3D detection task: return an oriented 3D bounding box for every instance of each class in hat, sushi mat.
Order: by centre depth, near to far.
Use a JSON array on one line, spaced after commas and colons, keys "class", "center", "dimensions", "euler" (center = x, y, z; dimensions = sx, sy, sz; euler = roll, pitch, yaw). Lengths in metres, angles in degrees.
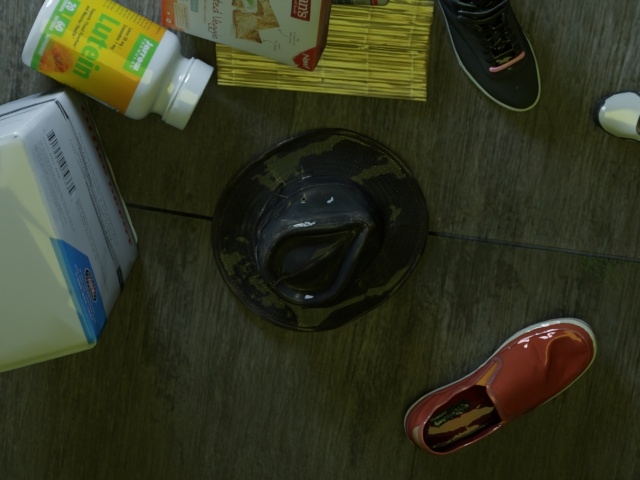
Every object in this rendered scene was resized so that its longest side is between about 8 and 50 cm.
[{"class": "sushi mat", "center": [0.006, -0.289, 1.904], "dimensions": [0.316, 0.019, 0.152], "euler": [5, 106, -2]}, {"class": "hat", "center": [0.000, 0.000, 1.925], "dimensions": [0.331, 0.134, 0.332], "euler": [0, 105, -1]}]

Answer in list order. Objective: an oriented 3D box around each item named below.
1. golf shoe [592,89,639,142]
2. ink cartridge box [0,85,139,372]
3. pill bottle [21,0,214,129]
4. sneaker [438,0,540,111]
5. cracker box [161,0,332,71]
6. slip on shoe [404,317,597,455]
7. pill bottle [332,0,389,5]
[{"class": "golf shoe", "center": [0.500, -0.168, 1.915], "dimensions": [0.198, 0.094, 0.077], "euler": [12, 106, -3]}, {"class": "ink cartridge box", "center": [-0.387, -0.030, 1.771], "dimensions": [0.166, 0.395, 0.286], "euler": [-16, 105, 5]}, {"class": "pill bottle", "center": [-0.281, -0.255, 1.844], "dimensions": [0.245, 0.136, 0.136], "euler": [27, 103, -9]}, {"class": "sneaker", "center": [0.234, -0.301, 1.842], "dimensions": [0.104, 0.147, 0.296], "euler": [-28, 105, 4]}, {"class": "cracker box", "center": [-0.101, -0.336, 1.793], "dimensions": [0.232, 0.067, 0.156], "euler": [17, 143, 7]}, {"class": "slip on shoe", "center": [0.281, 0.232, 2.012], "dimensions": [0.331, 0.101, 0.123], "euler": [-30, 102, 5]}, {"class": "pill bottle", "center": [0.009, -0.386, 1.828], "dimensions": [0.180, 0.108, 0.108], "euler": [5, 105, 8]}]
